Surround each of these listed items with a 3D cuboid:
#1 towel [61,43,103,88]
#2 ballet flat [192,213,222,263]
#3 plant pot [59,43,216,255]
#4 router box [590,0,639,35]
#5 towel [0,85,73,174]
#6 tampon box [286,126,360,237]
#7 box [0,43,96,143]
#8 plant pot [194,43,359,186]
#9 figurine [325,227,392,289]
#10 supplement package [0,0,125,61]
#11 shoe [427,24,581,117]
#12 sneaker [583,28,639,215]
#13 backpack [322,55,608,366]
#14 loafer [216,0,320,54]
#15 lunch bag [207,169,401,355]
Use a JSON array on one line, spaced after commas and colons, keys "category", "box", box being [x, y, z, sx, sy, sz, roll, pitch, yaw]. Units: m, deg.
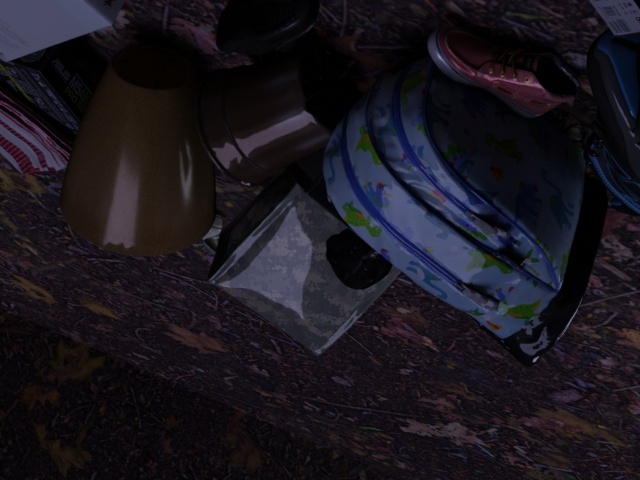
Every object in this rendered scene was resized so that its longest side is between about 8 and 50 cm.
[{"category": "towel", "box": [-0.422, -0.270, 1.905, 0.275, 0.031, 0.199, 36, 157, -25]}, {"category": "ballet flat", "box": [-0.207, -0.012, 2.241, 0.079, 0.076, 0.221, -7, 152, 21]}, {"category": "plant pot", "box": [-0.257, -0.148, 1.754, 0.237, 0.237, 0.254, 20, 131, 9]}, {"category": "router box", "box": [0.252, -0.286, 1.045, 0.046, 0.133, 0.179, 0, 149, 46]}, {"category": "towel", "box": [-0.530, -0.190, 1.970, 0.237, 0.037, 0.329, 40, 162, -24]}, {"category": "tampon box", "box": [0.027, -0.099, 1.660, 0.120, 0.101, 0.161, 37, -173, -30]}, {"category": "box", "box": [-0.442, -0.236, 1.868, 0.216, 0.060, 0.270, 20, 160, 26]}, {"category": "plant pot", "box": [-0.049, -0.170, 1.571, 0.165, 0.167, 0.167, -17, 137, 37]}, {"category": "figurine", "box": [0.142, -0.026, 1.700, 0.092, 0.215, 0.209, 59, 150, -3]}, {"category": "supplement package", "box": [-0.335, -0.360, 1.382, 0.199, 0.198, 0.263, 39, 154, -32]}, {"category": "shoe", "box": [0.213, -0.203, 1.379, 0.178, 0.063, 0.081, 28, 157, -24]}, {"category": "sneaker", "box": [0.350, -0.113, 1.362, 0.140, 0.125, 0.341, 12, 154, 38]}, {"category": "backpack", "box": [0.178, -0.062, 1.480, 0.356, 0.290, 0.273, 26, 141, -2]}, {"category": "loafer", "box": [-0.053, -0.274, 1.481, 0.078, 0.080, 0.220, 9, 177, -28]}, {"category": "lunch bag", "box": [0.000, 0.000, 1.893, 0.235, 0.169, 0.287, 36, 121, -17]}]
